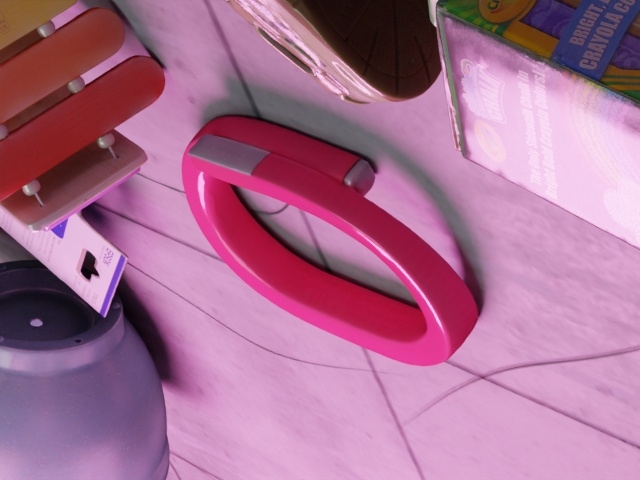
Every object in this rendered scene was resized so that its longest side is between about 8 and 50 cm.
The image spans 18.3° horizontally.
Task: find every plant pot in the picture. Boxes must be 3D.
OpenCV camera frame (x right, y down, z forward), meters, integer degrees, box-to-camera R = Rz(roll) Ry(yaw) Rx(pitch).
[{"bbox_3d":[-0.293,0.143,2.035,0.293,0.293,0.196,28,126,30],"label":"plant pot"}]

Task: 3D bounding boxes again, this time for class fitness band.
[{"bbox_3d":[0.000,0.000,1.566,0.291,0.054,0.209,23,153,40],"label":"fitness band"}]

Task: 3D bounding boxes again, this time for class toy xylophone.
[{"bbox_3d":[-0.279,-0.146,1.527,0.323,0.236,0.081,55,164,-24],"label":"toy xylophone"}]

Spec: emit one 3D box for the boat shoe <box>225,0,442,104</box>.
[{"bbox_3d":[-0.045,-0.188,1.233,0.285,0.104,0.089,48,153,-16],"label":"boat shoe"}]

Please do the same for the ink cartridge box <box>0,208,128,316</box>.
[{"bbox_3d":[-0.315,-0.091,1.881,0.371,0.069,0.176,43,156,5],"label":"ink cartridge box"}]

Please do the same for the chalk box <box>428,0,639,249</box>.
[{"bbox_3d":[0.150,-0.102,1.048,0.213,0.132,0.132,31,156,27],"label":"chalk box"}]
